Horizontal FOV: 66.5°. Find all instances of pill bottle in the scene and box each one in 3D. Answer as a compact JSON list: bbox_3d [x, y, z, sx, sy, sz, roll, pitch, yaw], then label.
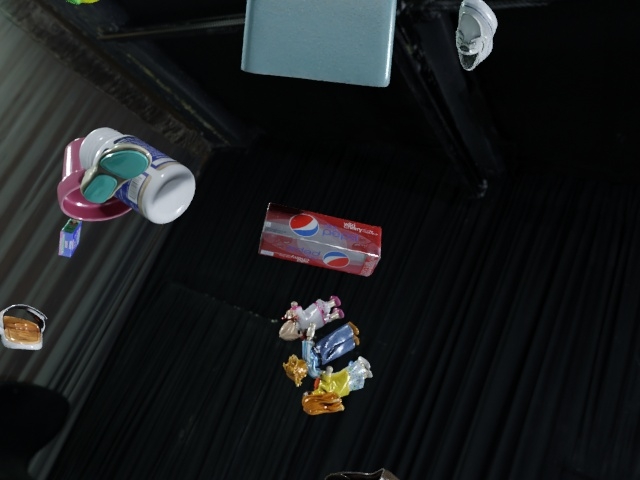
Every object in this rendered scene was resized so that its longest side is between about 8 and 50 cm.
[{"bbox_3d":[-0.449,-0.164,1.186,0.265,0.153,0.153,32,-12,20],"label":"pill bottle"}]

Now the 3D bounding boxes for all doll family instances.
[{"bbox_3d":[0.009,0.244,0.958,0.118,0.163,0.263,15,-54,57],"label":"doll family"}]

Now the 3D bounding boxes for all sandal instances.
[{"bbox_3d":[-0.693,0.193,1.146,0.102,0.076,0.265,17,-6,-38],"label":"sandal"}]

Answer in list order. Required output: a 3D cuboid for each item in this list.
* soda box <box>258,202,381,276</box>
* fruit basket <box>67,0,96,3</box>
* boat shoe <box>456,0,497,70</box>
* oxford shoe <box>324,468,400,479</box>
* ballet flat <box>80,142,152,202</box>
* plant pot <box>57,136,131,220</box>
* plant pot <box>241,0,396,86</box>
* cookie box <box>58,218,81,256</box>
[{"bbox_3d":[0.000,0.000,1.095,0.263,0.092,0.083,13,-40,-6],"label":"soda box"},{"bbox_3d":[-0.543,-0.770,1.208,0.392,0.392,0.283,34,17,-31],"label":"fruit basket"},{"bbox_3d":[0.350,-0.458,1.111,0.083,0.076,0.226,36,6,26],"label":"boat shoe"},{"bbox_3d":[0.022,0.353,0.646,0.096,0.227,0.083,55,26,2],"label":"oxford shoe"},{"bbox_3d":[-0.432,-0.160,1.029,0.248,0.086,0.086,-23,-44,36],"label":"ballet flat"},{"bbox_3d":[-0.635,-0.180,1.372,0.201,0.201,0.180,66,1,-68],"label":"plant pot"},{"bbox_3d":[0.008,-0.434,0.804,0.248,0.247,0.252,6,-47,-1],"label":"plant pot"},{"bbox_3d":[-0.847,-0.010,1.653,0.040,0.092,0.107,11,22,-16],"label":"cookie box"}]
